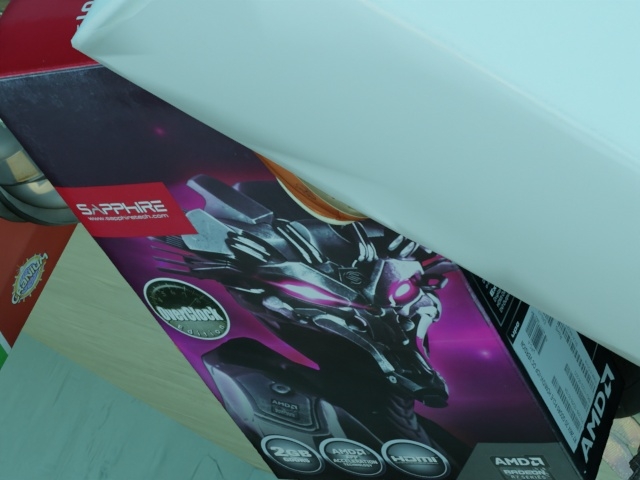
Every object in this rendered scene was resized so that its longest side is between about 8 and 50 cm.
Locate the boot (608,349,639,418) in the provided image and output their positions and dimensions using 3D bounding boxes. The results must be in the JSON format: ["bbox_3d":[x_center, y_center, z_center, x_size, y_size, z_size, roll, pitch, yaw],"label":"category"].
[{"bbox_3d":[0.048,0.038,1.241,0.378,0.138,0.284,21,168,-5],"label":"boot"}]

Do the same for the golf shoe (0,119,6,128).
[{"bbox_3d":[-0.251,-0.157,1.063,0.273,0.120,0.105,22,164,3],"label":"golf shoe"}]

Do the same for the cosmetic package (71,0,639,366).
[{"bbox_3d":[0.155,-0.061,0.455,0.385,0.217,0.156,30,166,-14],"label":"cosmetic package"}]

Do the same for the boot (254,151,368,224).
[{"bbox_3d":[-0.028,-0.066,0.744,0.158,0.059,0.084,47,169,0],"label":"boot"}]

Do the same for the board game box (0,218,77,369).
[{"bbox_3d":[-0.387,0.028,1.590,0.242,0.316,0.064,19,165,24],"label":"board game box"}]

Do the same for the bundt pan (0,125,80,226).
[{"bbox_3d":[-0.280,-0.113,1.268,0.331,0.124,0.331,24,168,6],"label":"bundt pan"}]

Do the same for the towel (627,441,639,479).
[{"bbox_3d":[0.366,0.210,1.335,0.235,0.121,0.283,24,167,12],"label":"towel"}]

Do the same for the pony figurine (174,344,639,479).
[{"bbox_3d":[0.069,0.188,1.527,0.351,0.302,0.363,27,-171,-34],"label":"pony figurine"}]

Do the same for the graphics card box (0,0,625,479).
[{"bbox_3d":[0.000,0.000,0.936,0.233,0.094,0.371,-3,137,33],"label":"graphics card box"}]

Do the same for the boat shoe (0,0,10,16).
[{"bbox_3d":[-0.168,-0.162,0.973,0.258,0.095,0.095,20,153,-2],"label":"boat shoe"}]
